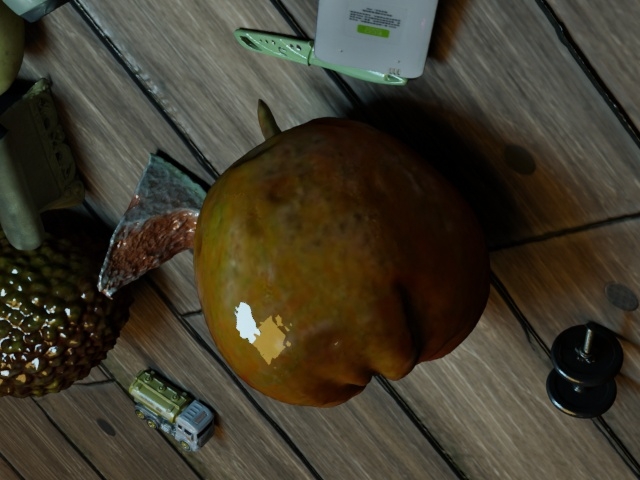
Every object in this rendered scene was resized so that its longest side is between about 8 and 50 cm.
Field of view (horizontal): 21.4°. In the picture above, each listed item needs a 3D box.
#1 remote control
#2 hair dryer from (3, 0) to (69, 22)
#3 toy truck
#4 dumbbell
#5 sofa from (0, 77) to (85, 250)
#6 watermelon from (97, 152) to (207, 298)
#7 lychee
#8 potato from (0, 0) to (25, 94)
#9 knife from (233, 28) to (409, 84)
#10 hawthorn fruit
[{"bbox_3d":[0.050,-0.216,1.386,0.103,0.034,0.250,11,152,3],"label":"remote control"},{"bbox_3d":[-0.284,-0.360,1.623,0.229,0.092,0.267,48,135,0],"label":"hair dryer"},{"bbox_3d":[-0.199,0.225,2.267,0.123,0.052,0.063,31,142,19],"label":"toy truck"},{"bbox_3d":[0.252,0.125,1.619,0.069,0.069,0.147,28,148,22],"label":"dumbbell"},{"bbox_3d":[-0.428,-0.100,1.982,0.258,0.182,0.200,22,145,29],"label":"sofa"},{"bbox_3d":[-0.197,-0.027,1.879,0.121,0.158,0.098,56,160,33],"label":"watermelon"},{"bbox_3d":[-0.351,0.081,2.081,0.271,0.236,0.236,-11,122,42],"label":"lychee"},{"bbox_3d":[-0.439,-0.272,1.811,0.192,0.141,0.296,-14,113,33],"label":"potato"},{"bbox_3d":[-0.002,-0.172,1.579,0.207,0.014,0.030,18,144,35],"label":"knife"},{"bbox_3d":[0.000,0.000,1.574,0.277,0.277,0.298,-36,75,59],"label":"hawthorn fruit"}]
